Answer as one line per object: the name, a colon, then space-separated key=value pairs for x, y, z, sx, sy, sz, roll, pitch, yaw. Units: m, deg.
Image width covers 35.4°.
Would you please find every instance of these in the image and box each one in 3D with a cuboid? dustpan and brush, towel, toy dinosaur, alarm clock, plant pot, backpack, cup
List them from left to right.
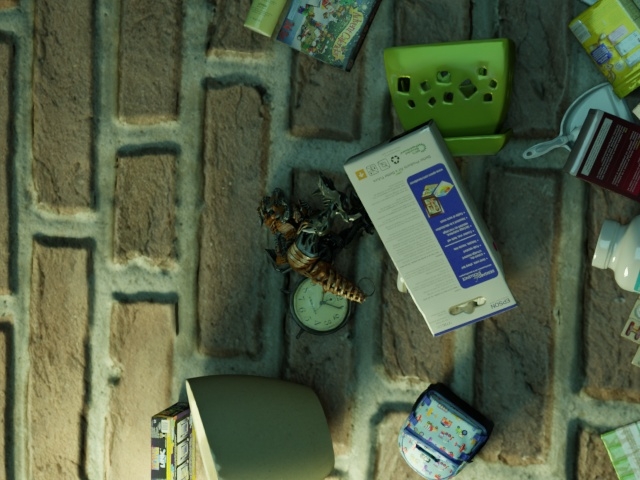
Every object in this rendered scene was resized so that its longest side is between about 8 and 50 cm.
cup: x=-0.109 y=0.400 z=1.967 sx=0.237 sy=0.331 sz=0.331 roll=-15 pitch=89 yaw=-13
toy dinosaur: x=0.000 y=0.000 z=1.968 sx=0.322 sy=0.164 sz=0.218 roll=46 pitch=103 yaw=15
alarm clock: x=0.023 y=0.118 z=2.019 sx=0.192 sy=0.064 sz=0.129 roll=-19 pitch=87 yaw=17
backpack: x=0.228 y=0.388 z=1.952 sx=0.158 sy=0.117 sz=0.173 roll=38 pitch=104 yaw=11
plant pot: x=0.249 y=-0.262 z=1.863 sx=0.227 sy=0.228 sz=0.207 roll=-2 pitch=99 yaw=15
dustpan and brush: x=0.481 y=-0.197 z=1.882 sx=0.211 sy=0.060 sz=0.147 roll=-22 pitch=87 yaw=15
towel: x=0.623 y=0.393 z=1.896 sx=0.152 sy=0.023 sz=0.113 roll=-23 pitch=84 yaw=17

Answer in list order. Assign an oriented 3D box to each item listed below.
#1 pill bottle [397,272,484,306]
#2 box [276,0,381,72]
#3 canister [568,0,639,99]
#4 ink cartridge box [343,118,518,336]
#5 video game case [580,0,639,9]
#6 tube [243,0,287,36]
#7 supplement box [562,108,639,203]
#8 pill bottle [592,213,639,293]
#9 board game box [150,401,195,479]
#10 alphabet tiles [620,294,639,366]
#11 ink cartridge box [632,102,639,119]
pill bottle: x=0.251 y=0.067 z=1.931 sx=0.186 sy=0.112 sz=0.112 roll=14 pitch=96 yaw=14
box: x=0.031 y=-0.474 z=1.998 sx=0.159 sy=0.044 sz=0.233 roll=26 pitch=99 yaw=13
canister: x=0.550 y=-0.363 z=1.834 sx=0.126 sy=0.073 sz=0.170 roll=-37 pitch=87 yaw=25
ink cartridge box: x=0.204 y=-0.018 z=1.816 sx=0.176 sy=0.069 sz=0.371 roll=-23 pitch=101 yaw=22
video game case: x=0.608 y=-0.486 z=1.853 sx=0.212 sy=0.023 sz=0.193 roll=34 pitch=101 yaw=11
tube: x=-0.083 y=-0.532 z=2.022 sx=0.070 sy=0.062 sz=0.240 roll=22 pitch=94 yaw=-28
supplement box: x=0.581 y=-0.137 z=1.825 sx=0.239 sy=0.073 sz=0.130 roll=23 pitch=99 yaw=-1
pill bottle: x=0.632 y=0.037 z=1.806 sx=0.264 sy=0.146 sz=0.146 roll=16 pitch=97 yaw=16
board game box: x=-0.305 y=0.434 z=2.082 sx=0.048 sy=0.141 sz=0.170 roll=2 pitch=93 yaw=13
alphabet tiles: x=0.696 y=0.175 z=1.869 sx=0.237 sy=0.009 sz=0.198 roll=25 pitch=99 yaw=12
ink cartridge box: x=0.698 y=-0.216 z=1.783 sx=0.206 sy=0.045 sz=0.208 roll=-37 pitch=82 yaw=-19
